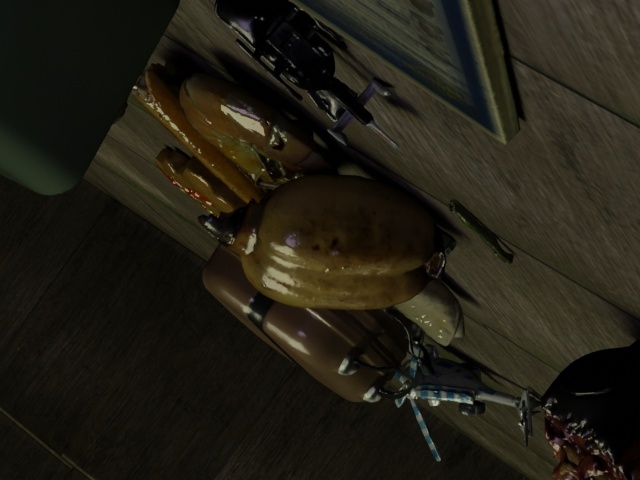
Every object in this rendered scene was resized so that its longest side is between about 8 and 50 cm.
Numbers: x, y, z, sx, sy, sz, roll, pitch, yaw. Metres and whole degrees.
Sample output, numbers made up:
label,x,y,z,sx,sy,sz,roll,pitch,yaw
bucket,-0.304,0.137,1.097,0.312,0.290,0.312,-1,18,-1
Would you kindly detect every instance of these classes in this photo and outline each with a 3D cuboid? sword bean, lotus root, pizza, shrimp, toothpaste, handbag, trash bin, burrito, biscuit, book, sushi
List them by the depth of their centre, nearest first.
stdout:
label,x,y,z,sx,sy,sz,roll,pitch,yaw
book,0.004,-0.165,1.068,0.228,0.018,0.322,36,174,16
trash bin,-0.243,-0.181,1.341,0.158,0.223,0.343,25,172,25
sushi,0.253,0.155,1.543,0.150,0.153,0.172,59,-173,-26
sword bean,0.131,-0.006,1.599,0.083,0.012,0.012,42,172,-33
lotus root,0.000,0.000,1.697,0.220,0.125,0.118,7,-157,-8
shrimp,-0.034,-0.079,1.763,0.145,0.061,0.267,22,166,27
toothpaste,0.084,-0.014,1.773,0.083,0.017,0.020,34,173,24
pizza,-0.128,-0.126,1.862,0.193,0.053,0.201,45,-179,44
burrito,0.057,0.023,1.968,0.275,0.059,0.082,37,-159,-34
handbag,0.016,0.092,2.378,0.283,0.149,0.302,32,171,21
biscuit,-0.148,-0.062,2.609,0.238,0.041,0.212,29,172,47

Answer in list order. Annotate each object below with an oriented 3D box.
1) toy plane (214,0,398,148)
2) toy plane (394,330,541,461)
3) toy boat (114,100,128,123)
label,x,y,z,sx,sy,sz,roll,pitch,yaw
toy plane,-0.010,-0.123,1.335,0.197,0.053,0.078,40,-179,-27
toy plane,0.188,0.180,2.499,0.273,0.107,0.182,-19,85,52
toy boat,-0.254,-0.169,2.010,0.089,0.121,0.321,30,173,8
